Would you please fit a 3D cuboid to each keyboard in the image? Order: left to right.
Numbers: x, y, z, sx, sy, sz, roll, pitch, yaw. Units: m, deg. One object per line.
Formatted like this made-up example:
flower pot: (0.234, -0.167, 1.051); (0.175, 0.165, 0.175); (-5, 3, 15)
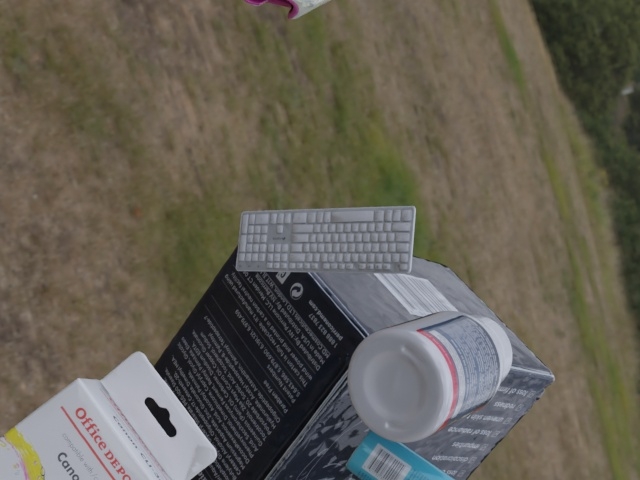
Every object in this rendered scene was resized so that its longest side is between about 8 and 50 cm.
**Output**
keyboard: (0.000, 0.000, 1.215); (0.014, 0.256, 0.072); (4, 87, -50)

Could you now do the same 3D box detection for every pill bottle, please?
pill bottle: (0.116, 0.125, 1.058); (0.180, 0.108, 0.108); (-9, 85, -56)

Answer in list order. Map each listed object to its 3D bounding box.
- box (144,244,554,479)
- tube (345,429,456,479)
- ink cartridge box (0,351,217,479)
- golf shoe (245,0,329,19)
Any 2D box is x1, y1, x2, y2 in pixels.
box: (0.010, 0.262, 1.632); (0.479, 0.472, 0.297); (16, 25, -48)
tube: (0.121, 0.263, 1.064); (0.207, 0.080, 0.052); (36, 30, 12)
ink cartridge box: (-0.190, 0.184, 0.826); (0.115, 0.198, 0.067); (51, -3, 8)
golf shoe: (-0.080, -0.358, 1.284); (0.140, 0.306, 0.115); (-45, 142, -16)
